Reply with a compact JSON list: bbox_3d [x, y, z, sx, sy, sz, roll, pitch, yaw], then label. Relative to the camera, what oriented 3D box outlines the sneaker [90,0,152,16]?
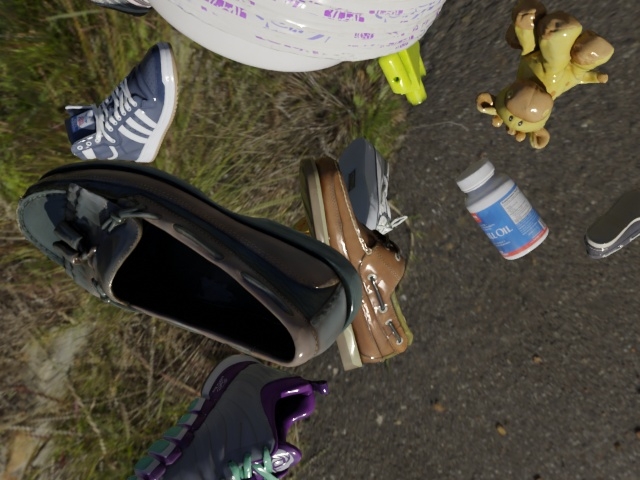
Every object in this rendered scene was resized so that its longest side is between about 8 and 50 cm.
[{"bbox_3d":[-0.180,-0.278,0.800,0.170,0.075,0.063,-4,88,-6],"label":"sneaker"}]

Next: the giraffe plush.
[{"bbox_3d":[0.342,-0.252,1.189,0.181,0.210,0.170,37,92,27],"label":"giraffe plush"}]

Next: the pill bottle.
[{"bbox_3d":[0.410,-0.076,1.709,0.124,0.124,0.221,-38,98,8],"label":"pill bottle"}]

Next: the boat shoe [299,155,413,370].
[{"bbox_3d":[0.048,0.023,0.927,0.104,0.111,0.307,-14,126,-1],"label":"boat shoe"}]

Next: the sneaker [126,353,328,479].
[{"bbox_3d":[-0.076,0.179,0.575,0.098,0.224,0.083,4,133,27],"label":"sneaker"}]

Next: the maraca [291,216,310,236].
[{"bbox_3d":[0.000,0.000,1.943,0.127,0.186,0.099,-19,137,-25],"label":"maraca"}]

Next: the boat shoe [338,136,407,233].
[{"bbox_3d":[0.115,-0.062,1.677,0.156,0.367,0.136,33,129,-27],"label":"boat shoe"}]

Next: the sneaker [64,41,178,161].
[{"bbox_3d":[-0.330,-0.217,1.217,0.153,0.282,0.099,-3,64,-26],"label":"sneaker"}]

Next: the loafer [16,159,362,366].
[{"bbox_3d":[-0.107,0.012,0.510,0.267,0.084,0.096,16,120,16],"label":"loafer"}]

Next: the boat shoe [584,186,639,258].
[{"bbox_3d":[0.582,-0.035,1.423,0.206,0.075,0.065,-32,142,-17],"label":"boat shoe"}]

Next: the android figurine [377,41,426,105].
[{"bbox_3d":[0.152,-0.412,1.502,0.056,0.248,0.273,-13,136,21],"label":"android figurine"}]

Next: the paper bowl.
[{"bbox_3d":[-0.034,-0.241,0.562,0.284,0.284,0.148,30,135,-3],"label":"paper bowl"}]
